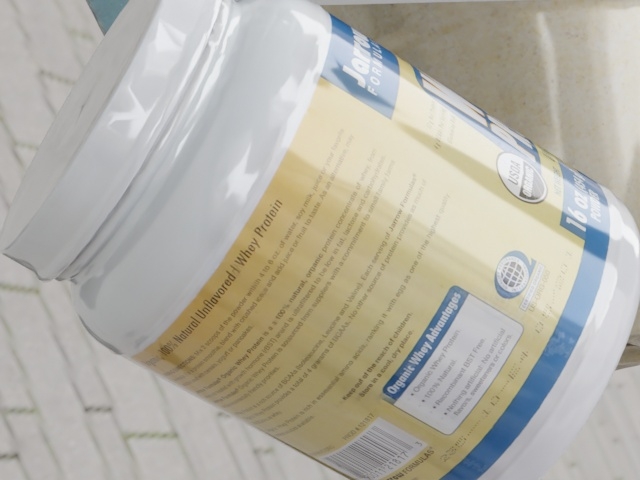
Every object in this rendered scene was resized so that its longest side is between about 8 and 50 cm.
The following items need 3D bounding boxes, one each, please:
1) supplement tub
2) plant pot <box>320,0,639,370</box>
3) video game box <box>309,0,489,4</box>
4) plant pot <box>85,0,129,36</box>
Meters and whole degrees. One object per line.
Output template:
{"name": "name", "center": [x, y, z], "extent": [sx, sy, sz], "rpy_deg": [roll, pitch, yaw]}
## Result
{"name": "supplement tub", "center": [0.000, 0.000, 0.629], "extent": [0.200, 0.144, 0.144], "rpy_deg": [31, 29, -16]}
{"name": "plant pot", "center": [0.168, -0.053, 1.321], "extent": [0.334, 0.334, 0.305], "rpy_deg": [16, 63, -65]}
{"name": "video game box", "center": [0.080, -0.204, 0.885], "extent": [0.048, 0.205, 0.187], "rpy_deg": [101, -17, -52]}
{"name": "plant pot", "center": [-0.110, -0.336, 1.206], "extent": [0.248, 0.252, 0.247], "rpy_deg": [62, -4, 33]}
